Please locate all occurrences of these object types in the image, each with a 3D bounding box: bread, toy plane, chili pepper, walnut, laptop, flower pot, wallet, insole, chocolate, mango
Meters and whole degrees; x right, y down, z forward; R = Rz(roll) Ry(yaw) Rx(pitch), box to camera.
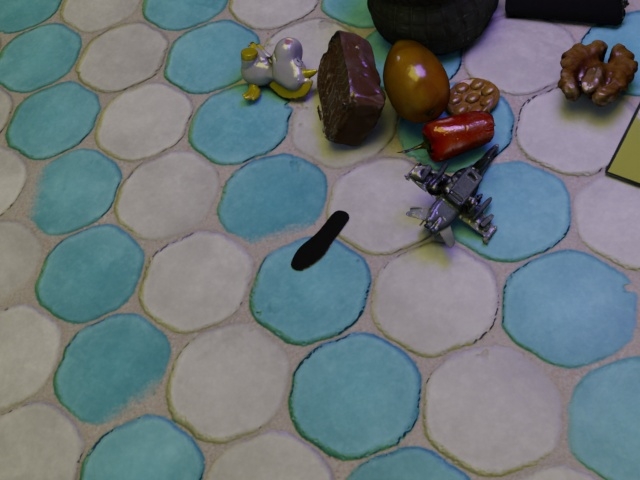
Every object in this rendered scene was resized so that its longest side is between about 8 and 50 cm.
[{"bbox_3d":[0.302,-0.281,1.814,0.110,0.024,0.110,-8,54,11],"label":"bread"},{"bbox_3d":[0.265,-0.103,1.668,0.192,0.088,0.262,39,68,4],"label":"toy plane"},{"bbox_3d":[0.233,-0.193,1.736,0.192,0.086,0.084,-17,73,-8],"label":"chili pepper"},{"bbox_3d":[0.523,-0.314,1.741,0.143,0.069,0.170,19,52,25],"label":"walnut"},{"bbox_3d":[0.606,-0.177,1.636,0.129,0.016,0.180,25,85,29],"label":"laptop"},{"bbox_3d":[0.234,-0.544,1.895,0.302,0.213,0.302,-7,56,11],"label":"flower pot"},{"bbox_3d":[0.500,-0.517,1.852,0.250,0.149,0.044,11,34,24],"label":"wallet"},{"bbox_3d":[0.000,0.000,1.721,0.053,0.002,0.152,27,68,29],"label":"insole"},{"bbox_3d":[0.060,-0.305,1.827,0.093,0.148,0.214,10,52,-21],"label":"chocolate"},{"bbox_3d":[0.186,-0.312,1.788,0.120,0.151,0.221,-22,23,9],"label":"mango"}]

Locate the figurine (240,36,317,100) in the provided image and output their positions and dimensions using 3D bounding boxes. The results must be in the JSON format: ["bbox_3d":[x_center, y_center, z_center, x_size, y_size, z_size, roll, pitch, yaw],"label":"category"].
[{"bbox_3d":[-0.085,-0.362,1.940,0.178,0.109,0.129,-1,84,22],"label":"figurine"}]

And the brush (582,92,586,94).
[{"bbox_3d":[0.509,-0.289,1.773,0.083,0.008,0.024,29,64,30],"label":"brush"}]
